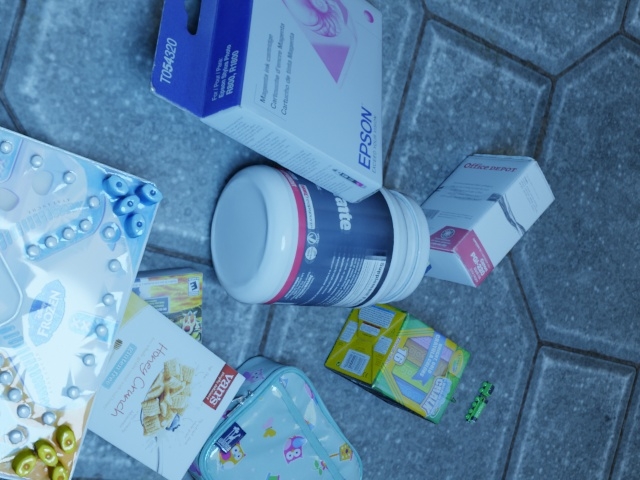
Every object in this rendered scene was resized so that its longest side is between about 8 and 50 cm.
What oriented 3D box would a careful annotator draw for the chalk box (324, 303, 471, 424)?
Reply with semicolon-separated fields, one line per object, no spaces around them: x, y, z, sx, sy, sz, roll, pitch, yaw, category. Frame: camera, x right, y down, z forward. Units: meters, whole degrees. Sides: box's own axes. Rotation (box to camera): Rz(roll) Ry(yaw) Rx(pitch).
0.140;0.200;1.489;0.213;0.132;0.132;33;79;-36;chalk box

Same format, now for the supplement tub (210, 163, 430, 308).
0.000;0.000;1.317;0.272;0.191;0.191;5;95;-36;supplement tub

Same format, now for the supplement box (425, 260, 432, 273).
0.117;0.023;1.470;0.056;0.083;0.083;-42;119;-23;supplement box

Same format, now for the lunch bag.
-0.068;0.319;1.375;0.224;0.108;0.279;-42;119;-22;lunch bag

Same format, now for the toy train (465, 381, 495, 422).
0.289;0.293;1.676;0.017;0.023;0.083;38;75;-34;toy train

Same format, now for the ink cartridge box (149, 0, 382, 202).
-0.050;-0.254;1.218;0.330;0.071;0.324;27;51;-35;ink cartridge box

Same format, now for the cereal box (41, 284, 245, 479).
-0.230;0.188;1.216;0.240;0.047;0.173;42;72;-32;cereal box

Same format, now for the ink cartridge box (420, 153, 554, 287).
0.248;-0.038;1.506;0.218;0.158;0.092;-47;119;-19;ink cartridge box

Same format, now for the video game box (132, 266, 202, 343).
-0.258;0.138;1.248;0.205;0.048;0.187;-5;103;-34;video game box

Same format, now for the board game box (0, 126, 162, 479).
-0.411;0.055;1.051;0.390;0.050;0.390;20;80;-24;board game box
